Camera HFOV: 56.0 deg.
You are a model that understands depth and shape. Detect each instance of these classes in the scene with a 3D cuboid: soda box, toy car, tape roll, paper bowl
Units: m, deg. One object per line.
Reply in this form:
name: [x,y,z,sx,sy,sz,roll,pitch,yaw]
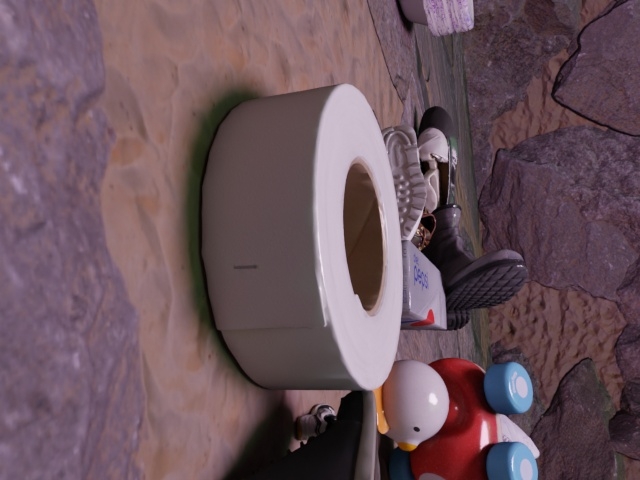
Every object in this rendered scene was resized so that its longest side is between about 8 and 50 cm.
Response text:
soda box: [0.122,0.078,0.906,0.286,0.091,0.098,33,55,-65]
toy car: [0.142,0.255,0.848,0.238,0.219,0.210,24,60,-35]
tape roll: [0.000,0.000,0.576,0.286,0.100,0.286,-4,90,-70]
paper bowl: [0.246,-0.595,1.320,0.284,0.148,0.284,-5,90,-69]

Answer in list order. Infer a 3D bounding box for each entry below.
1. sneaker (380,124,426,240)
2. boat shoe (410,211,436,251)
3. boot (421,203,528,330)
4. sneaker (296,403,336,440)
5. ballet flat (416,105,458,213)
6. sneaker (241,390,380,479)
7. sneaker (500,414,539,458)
sneaker: [0.132,-0.077,0.990,0.095,0.090,0.235,72,23,-56]
boat shoe: [0.156,-0.010,1.052,0.207,0.073,0.073,-48,131,-62]
boot: [0.254,0.024,1.124,0.338,0.118,0.223,125,-33,-62]
sneaker: [0.005,0.194,0.638,0.083,0.037,0.032,0,84,-72]
ballet flat: [0.259,-0.163,1.348,0.096,0.095,0.281,-12,97,-58]
sneaker: [-0.011,0.189,0.499,0.222,0.118,0.083,-63,150,-75]
sneaker: [0.323,0.406,1.065,0.210,0.137,0.366,36,13,-29]
